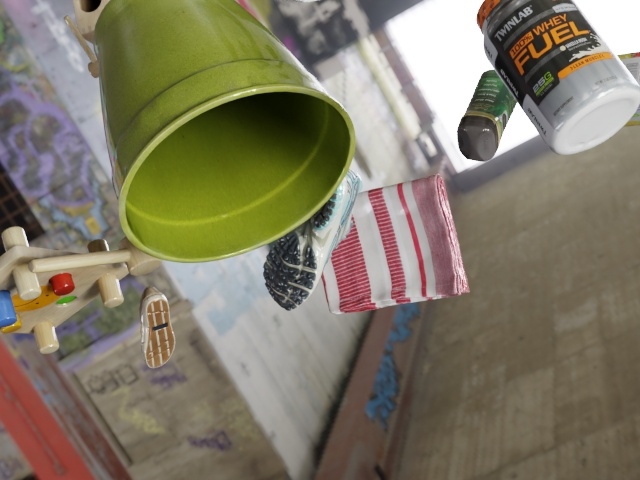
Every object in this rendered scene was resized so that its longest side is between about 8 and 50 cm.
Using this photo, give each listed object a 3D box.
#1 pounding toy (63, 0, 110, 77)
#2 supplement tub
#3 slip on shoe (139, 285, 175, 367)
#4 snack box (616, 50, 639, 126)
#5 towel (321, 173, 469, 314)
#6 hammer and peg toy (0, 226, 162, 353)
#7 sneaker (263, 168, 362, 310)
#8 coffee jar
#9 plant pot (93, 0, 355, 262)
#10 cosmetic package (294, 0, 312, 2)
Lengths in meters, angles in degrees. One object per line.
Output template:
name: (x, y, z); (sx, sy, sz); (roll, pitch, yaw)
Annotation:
pounding toy: (-0.419, -0.424, 2.105); (0.094, 0.206, 0.181); (-14, 170, 13)
supplement tub: (0.258, -0.199, 1.200); (0.117, 0.190, 0.117); (-24, 155, -12)
slip on shoe: (-0.250, 0.129, 1.616); (0.051, 0.135, 0.041); (-17, -141, -22)
snack box: (0.466, -0.239, 1.753); (0.207, 0.070, 0.174); (-2, 166, 43)
towel: (0.123, 0.015, 2.137); (0.329, 0.237, 0.037); (-12, -176, 36)
hammer and peg toy: (-0.460, 0.061, 1.821); (0.361, 0.127, 0.266); (-34, 155, 29)
sneaker: (0.000, 0.000, 1.858); (0.122, 0.110, 0.283); (-14, 136, -50)
coffee jar: (0.320, -0.239, 2.069); (0.079, 0.096, 0.184); (9, -132, 22)
plant pot: (-0.186, -0.215, 1.651); (0.366, 0.353, 0.366); (-20, 147, -14)
cosmetic package: (-0.079, -0.745, 2.284); (0.230, 0.453, 0.161); (12, -158, 35)
